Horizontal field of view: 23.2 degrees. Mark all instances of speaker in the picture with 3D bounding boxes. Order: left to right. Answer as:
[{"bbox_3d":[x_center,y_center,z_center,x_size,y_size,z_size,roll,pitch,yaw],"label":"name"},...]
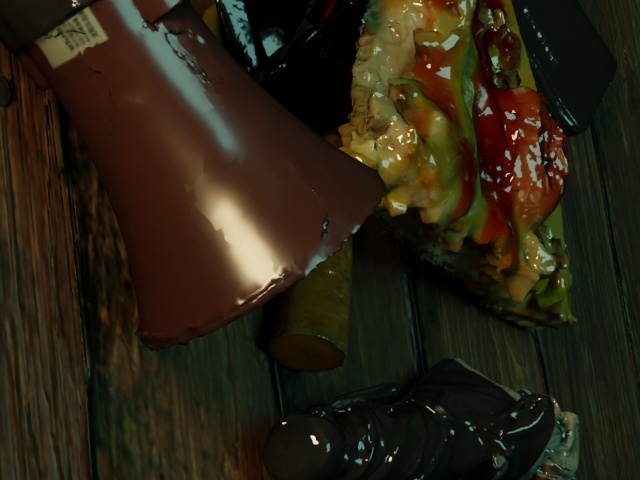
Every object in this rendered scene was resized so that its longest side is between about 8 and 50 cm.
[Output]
[{"bbox_3d":[-0.089,-0.115,0.954,0.198,0.259,0.329,-43,113,-34],"label":"speaker"}]

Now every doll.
[{"bbox_3d":[-0.033,-0.162,1.211,0.127,0.088,0.249,35,37,-13],"label":"doll"}]

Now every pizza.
[{"bbox_3d":[0.124,-0.084,1.296,0.440,0.130,0.406,71,22,-10],"label":"pizza"}]

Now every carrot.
[{"bbox_3d":[0.000,0.000,1.213,0.061,0.061,0.210,40,44,-38],"label":"carrot"}]

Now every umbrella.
[{"bbox_3d":[0.088,0.149,1.220,0.357,0.113,0.106,9,92,-52],"label":"umbrella"}]

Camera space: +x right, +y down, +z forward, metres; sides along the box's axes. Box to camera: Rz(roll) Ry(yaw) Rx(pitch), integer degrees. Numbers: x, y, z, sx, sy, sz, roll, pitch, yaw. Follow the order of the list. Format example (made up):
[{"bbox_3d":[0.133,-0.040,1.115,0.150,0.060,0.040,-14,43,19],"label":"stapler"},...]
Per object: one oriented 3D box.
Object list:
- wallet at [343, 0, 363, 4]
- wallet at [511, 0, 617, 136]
[{"bbox_3d":[-0.008,-0.292,1.277,0.137,0.031,0.255,35,32,-17],"label":"wallet"},{"bbox_3d":[0.230,-0.227,1.619,0.250,0.044,0.149,56,43,-23],"label":"wallet"}]
